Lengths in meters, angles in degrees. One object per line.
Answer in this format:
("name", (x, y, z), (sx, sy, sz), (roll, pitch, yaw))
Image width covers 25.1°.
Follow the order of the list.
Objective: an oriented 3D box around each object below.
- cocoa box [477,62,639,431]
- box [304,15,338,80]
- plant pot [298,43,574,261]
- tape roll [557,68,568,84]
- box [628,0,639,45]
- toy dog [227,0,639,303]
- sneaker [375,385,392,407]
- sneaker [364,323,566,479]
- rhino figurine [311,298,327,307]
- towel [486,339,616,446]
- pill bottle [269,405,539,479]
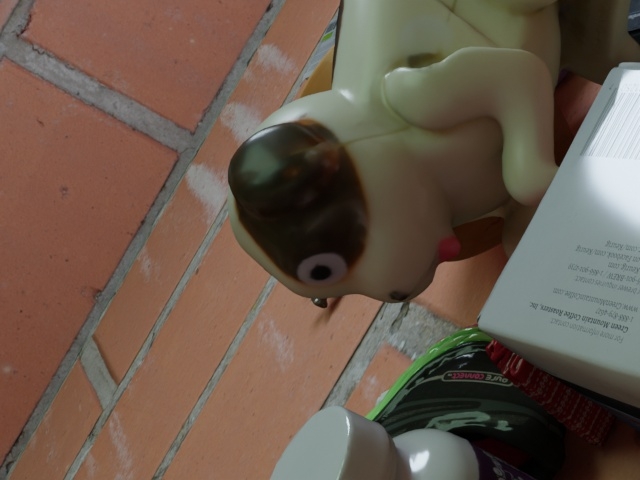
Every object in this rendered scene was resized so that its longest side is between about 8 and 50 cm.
("cocoa box", (0.315, 0.037, 0.929), (0.231, 0.228, 0.347), (-61, 23, -7))
("box", (0.102, -0.225, 1.969), (0.114, 0.203, 0.103), (-16, 48, 62))
("plant pot", (0.143, -0.116, 1.575), (0.291, 0.291, 0.203), (-51, 60, 25))
("tape roll", (0.250, -0.310, 1.794), (0.275, 0.090, 0.275), (-164, 90, -70))
("box", (0.372, -0.266, 1.465), (0.207, 0.108, 0.153), (-63, 19, -8))
("toy dog", (0.081, -0.127, 1.300), (0.408, 0.395, 0.284), (-55, -8, -16))
("sneaker", (0.078, 0.244, 1.525), (0.262, 0.099, 0.121), (132, 152, -53))
("sneaker", (0.055, 0.286, 1.353), (0.483, 0.185, 0.202), (-54, 15, 21))
("rhino figurine", (0.000, 0.000, 2.110), (0.106, 0.073, 0.243), (-59, 16, 17))
("towel", (0.228, 0.053, 1.178), (0.031, 0.275, 0.199), (24, 82, 31))
("pill bottle", (0.108, 0.245, 1.079), (0.169, 0.301, 0.169), (-51, 21, 27))
